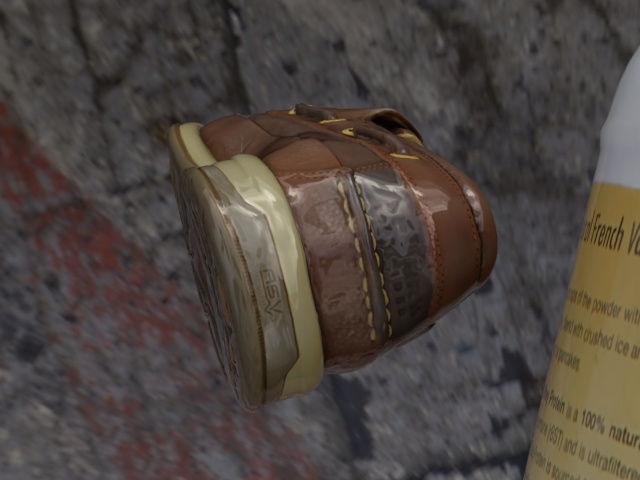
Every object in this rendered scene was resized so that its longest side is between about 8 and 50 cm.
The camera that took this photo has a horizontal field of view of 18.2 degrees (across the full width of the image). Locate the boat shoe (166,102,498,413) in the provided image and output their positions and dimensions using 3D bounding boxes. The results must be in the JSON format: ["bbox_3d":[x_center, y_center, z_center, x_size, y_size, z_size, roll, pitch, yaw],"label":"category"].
[{"bbox_3d":[0.000,0.000,0.463,0.060,0.178,0.064,-14,97,-6],"label":"boat shoe"}]

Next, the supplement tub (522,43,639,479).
[{"bbox_3d":[0.149,0.075,0.385,0.228,0.228,0.316,13,93,10],"label":"supplement tub"}]
